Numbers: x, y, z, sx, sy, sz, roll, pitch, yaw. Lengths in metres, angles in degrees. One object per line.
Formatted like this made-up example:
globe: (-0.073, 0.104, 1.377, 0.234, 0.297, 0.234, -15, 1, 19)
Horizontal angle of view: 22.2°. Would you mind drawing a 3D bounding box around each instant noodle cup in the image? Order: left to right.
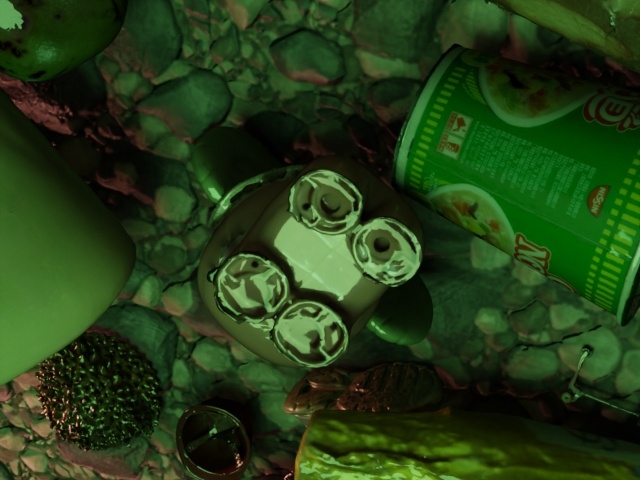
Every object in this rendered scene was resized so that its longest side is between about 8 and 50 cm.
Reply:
instant noodle cup: (0.197, -0.066, 1.411, 0.233, 0.207, 0.207, 24, 131, 17)

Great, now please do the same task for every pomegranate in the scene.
pomegranate: (-0.267, -0.241, 1.503, 0.179, 0.210, 0.179, -5, 106, -20)

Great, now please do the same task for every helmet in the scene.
helmet: (-0.112, 0.213, 1.822, 0.089, 0.057, 0.111, 16, 123, 9)

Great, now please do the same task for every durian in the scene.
durian: (-0.269, 0.175, 1.843, 0.188, 0.091, 0.148, 45, 129, -9)

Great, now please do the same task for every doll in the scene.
doll: (0.000, 0.000, 1.497, 0.284, 0.268, 0.216, 40, 111, -9)

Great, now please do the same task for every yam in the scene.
yam: (0.211, -0.225, 1.290, 0.238, 0.129, 0.128, 31, 159, 23)

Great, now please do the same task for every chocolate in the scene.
chocolate: (0.195, 0.251, 1.595, 0.445, 0.162, 0.162, 13, 129, 1)

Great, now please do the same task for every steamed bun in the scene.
steamed bun: (-0.437, -0.004, 1.607, 0.371, 0.290, 0.456, 52, 149, -19)

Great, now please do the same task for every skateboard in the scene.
skateboard: (0.287, 0.146, 1.618, 0.083, 0.032, 0.064, 24, 120, 10)

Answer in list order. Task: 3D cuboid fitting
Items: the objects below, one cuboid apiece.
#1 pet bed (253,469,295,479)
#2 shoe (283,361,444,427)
pet bed: (0.014, 0.341, 1.810, 0.211, 0.159, 0.183, -15, 91, 30)
shoe: (0.051, 0.189, 1.712, 0.180, 0.089, 0.092, -6, 120, 30)
